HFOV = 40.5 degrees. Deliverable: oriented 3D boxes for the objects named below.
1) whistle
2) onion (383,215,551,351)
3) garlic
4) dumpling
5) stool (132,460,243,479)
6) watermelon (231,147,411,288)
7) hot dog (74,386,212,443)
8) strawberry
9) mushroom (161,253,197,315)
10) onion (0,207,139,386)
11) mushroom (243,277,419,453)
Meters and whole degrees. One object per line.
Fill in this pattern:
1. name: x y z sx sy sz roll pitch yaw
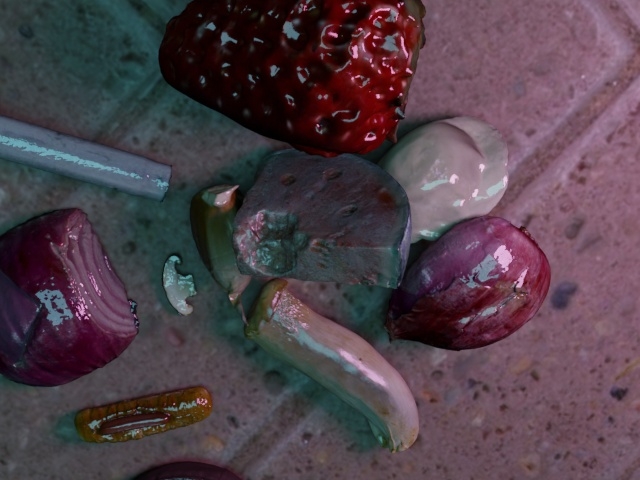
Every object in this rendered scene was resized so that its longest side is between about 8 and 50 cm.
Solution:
1. whistle: -0.363 -0.121 1.215 0.312 0.062 0.062 16 100 -20
2. onion: 0.215 0.099 1.294 0.283 0.120 0.227 -40 132 24
3. garlic: -0.136 0.013 1.261 0.090 0.128 0.198 -8 105 -12
4. dumpling: 0.163 -0.082 1.269 0.250 0.132 0.162 -36 66 3
5. stool: -0.210 0.497 1.333 0.272 0.178 0.272 -1 103 -4
6. watermelon: 0.000 0.000 1.198 0.226 0.318 0.148 -27 129 -23
7. hot dog: -0.274 0.277 1.346 0.215 0.047 0.066 -9 106 -4
8. strawberry: -0.040 -0.259 1.143 0.345 0.317 0.295 11 133 7
9. mushroom: -0.215 0.068 1.320 0.049 0.019 0.101 -10 106 -3
10. onion: -0.410 0.107 1.264 0.247 0.111 0.250 -26 105 -2
11. mushroom: 0.028 0.195 1.342 0.351 0.095 0.122 43 114 -12
